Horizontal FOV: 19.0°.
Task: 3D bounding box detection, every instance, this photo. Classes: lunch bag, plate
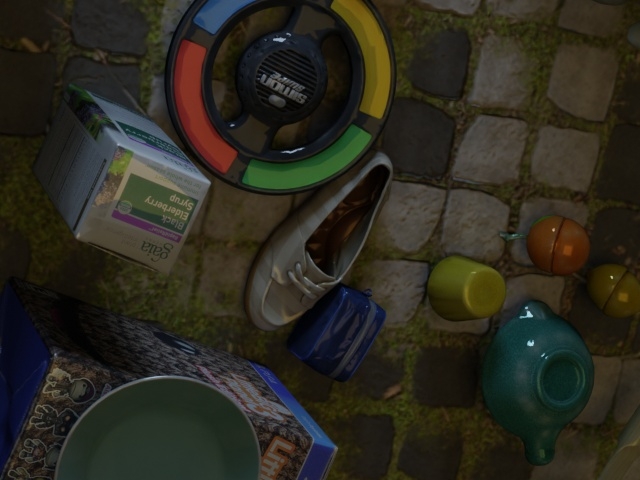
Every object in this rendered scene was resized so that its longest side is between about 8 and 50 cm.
[{"bbox_3d":[0.021,0.089,1.930,0.065,0.067,0.098,31,93,-25],"label":"lunch bag"},{"bbox_3d":[-0.144,0.204,1.677,0.188,0.024,0.188,-6,108,-18],"label":"plate"}]

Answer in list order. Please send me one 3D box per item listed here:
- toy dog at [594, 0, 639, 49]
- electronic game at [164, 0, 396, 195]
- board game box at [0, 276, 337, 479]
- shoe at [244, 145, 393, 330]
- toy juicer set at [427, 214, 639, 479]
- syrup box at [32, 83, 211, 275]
[{"bbox_3d":[0.412,-0.338,1.841,0.395,0.284,0.408,-38,122,-10],"label":"toy dog"},{"bbox_3d":[-0.037,-0.156,1.839,0.229,0.048,0.229,-4,105,-15],"label":"electronic game"},{"bbox_3d":[-0.169,0.174,1.800,0.291,0.232,0.141,21,98,-24],"label":"board game box"},{"bbox_3d":[0.000,0.000,1.900,0.076,0.058,0.219,34,93,-25],"label":"shoe"},{"bbox_3d":[0.260,0.124,2.021,0.209,0.089,0.329,-34,106,-21],"label":"toy juicer set"},{"bbox_3d":[-0.183,-0.058,1.721,0.093,0.237,0.096,22,98,-23],"label":"syrup box"}]
